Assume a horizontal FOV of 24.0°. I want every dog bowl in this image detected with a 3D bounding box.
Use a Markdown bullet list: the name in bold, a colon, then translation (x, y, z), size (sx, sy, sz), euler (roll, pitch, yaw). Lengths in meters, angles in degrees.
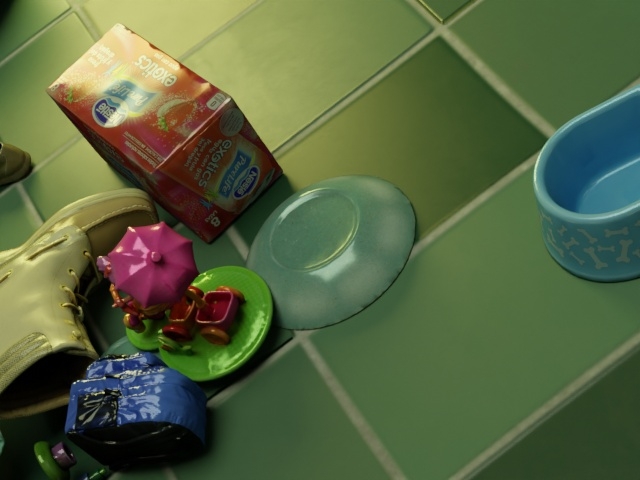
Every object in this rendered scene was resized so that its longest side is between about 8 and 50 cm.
- **dog bowl**: translation (0.326, -0.081, 1.358), size (0.297, 0.074, 0.166), euler (-27, 44, 9)

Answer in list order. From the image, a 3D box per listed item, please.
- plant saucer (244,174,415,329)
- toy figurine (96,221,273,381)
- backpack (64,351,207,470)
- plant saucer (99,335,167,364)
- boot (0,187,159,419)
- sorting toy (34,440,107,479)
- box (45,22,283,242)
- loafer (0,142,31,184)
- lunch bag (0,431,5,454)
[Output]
- **plant saucer**: translation (0.000, 0.000, 1.523), size (0.195, 0.037, 0.195), euler (-18, 47, 20)
- **toy figurine**: translation (-0.156, 0.043, 1.459), size (0.173, 0.159, 0.130), euler (3, 61, 31)
- **backpack**: translation (-0.170, 0.159, 1.442), size (0.120, 0.098, 0.101), euler (-7, 64, 22)
- **plant saucer**: translation (-0.192, 0.136, 1.539), size (0.119, 0.021, 0.119), euler (-17, 47, 19)
- **boot**: translation (-0.257, 0.064, 1.571), size (0.262, 0.095, 0.203), euler (-28, 41, -13)
- **sorting toy**: translation (-0.234, 0.229, 1.459), size (0.042, 0.061, 0.102), euler (-34, 66, 2)
- **box**: translation (-0.176, -0.123, 1.672), size (0.122, 0.128, 0.257), euler (-45, 44, -9)
- **loafer**: translation (-0.428, -0.088, 1.859), size (0.148, 0.050, 0.056), euler (-21, 45, 16)
- **lunch bag**: translation (-0.470, 0.223, 1.536), size (0.262, 0.160, 0.223), euler (-55, 43, 9)
